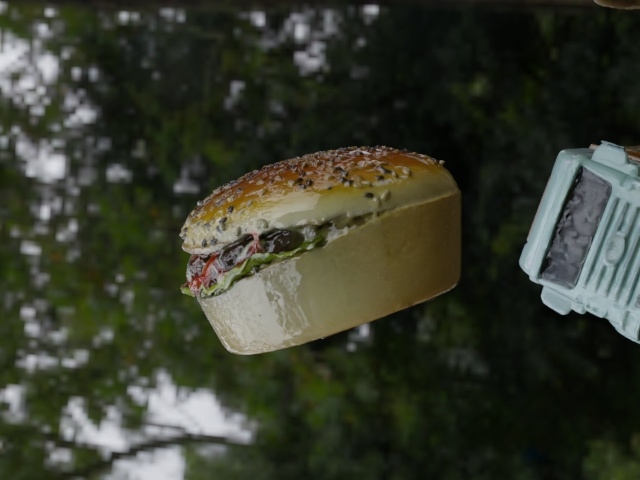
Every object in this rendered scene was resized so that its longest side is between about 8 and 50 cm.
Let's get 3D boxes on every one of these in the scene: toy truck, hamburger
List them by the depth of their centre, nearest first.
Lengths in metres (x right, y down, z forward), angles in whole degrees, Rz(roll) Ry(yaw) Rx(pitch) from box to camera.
[{"bbox_3d":[0.270,-0.011,1.479,0.305,0.162,0.136,-7,-62,-62],"label":"toy truck"},{"bbox_3d":[0.000,0.000,1.836,0.300,0.300,0.176,-26,-81,-72],"label":"hamburger"}]

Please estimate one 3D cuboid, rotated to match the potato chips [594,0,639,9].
[{"bbox_3d":[0.308,-0.302,1.674,0.208,0.062,0.195,-49,-57,2],"label":"potato chips"}]
